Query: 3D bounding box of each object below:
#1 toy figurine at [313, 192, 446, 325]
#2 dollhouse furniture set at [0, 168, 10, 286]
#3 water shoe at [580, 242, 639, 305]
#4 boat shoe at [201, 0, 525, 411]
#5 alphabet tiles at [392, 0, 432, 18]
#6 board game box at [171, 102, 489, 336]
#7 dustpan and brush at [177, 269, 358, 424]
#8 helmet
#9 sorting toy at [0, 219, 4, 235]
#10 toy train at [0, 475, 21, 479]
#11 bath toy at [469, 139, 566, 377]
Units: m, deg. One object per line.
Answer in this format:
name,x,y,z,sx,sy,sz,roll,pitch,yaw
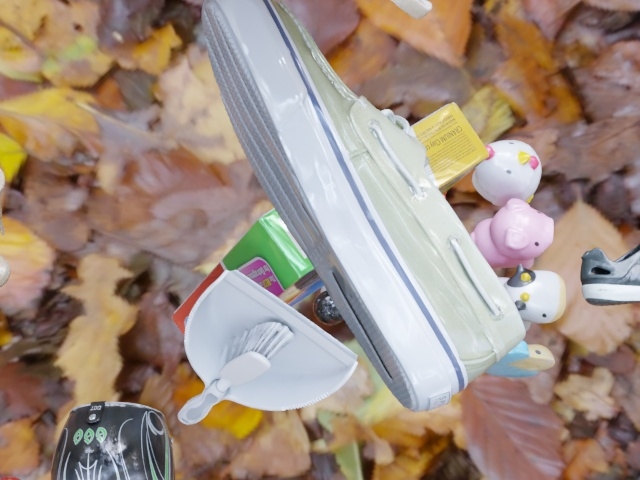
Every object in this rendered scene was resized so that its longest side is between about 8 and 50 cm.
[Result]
toy figurine,0.076,0.019,1.744,0.209,0.148,0.213,0,113,18
dollhouse furniture set,-0.371,0.058,1.244,0.161,0.212,0.242,32,61,5
water shoe,0.428,0.037,1.615,0.203,0.073,0.080,-3,84,-10
boat shoe,0.024,-0.037,0.832,0.094,0.109,0.302,-28,89,-15
alphabet tiles,-0.050,-0.235,0.681,0.021,0.284,0.278,-43,69,15
board game box,0.000,0.000,1.282,0.242,0.316,0.064,-32,85,-27
dustpan and brush,-0.078,0.120,1.166,0.147,0.211,0.060,36,57,-10
helmet,-0.263,0.299,1.628,0.169,0.169,0.162,0,67,-3
sorting toy,-0.389,-0.044,1.491,0.062,0.083,0.012,44,68,9
toy train,-0.454,0.323,1.465,0.248,0.143,0.105,24,109,-23
bath toy,0.264,0.010,1.789,0.151,0.129,0.348,-10,65,26
